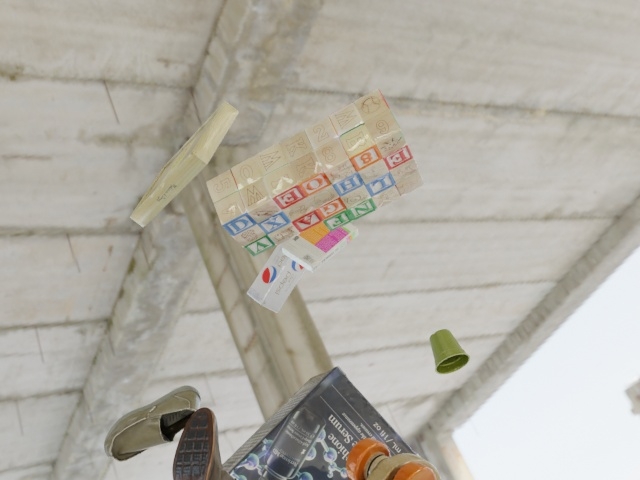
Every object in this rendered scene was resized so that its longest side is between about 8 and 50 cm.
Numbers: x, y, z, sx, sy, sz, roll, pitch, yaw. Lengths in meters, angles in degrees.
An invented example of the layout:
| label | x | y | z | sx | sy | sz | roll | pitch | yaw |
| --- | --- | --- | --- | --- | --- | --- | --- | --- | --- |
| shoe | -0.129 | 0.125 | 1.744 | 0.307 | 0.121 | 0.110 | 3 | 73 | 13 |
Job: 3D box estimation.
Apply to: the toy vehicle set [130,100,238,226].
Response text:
| label | x | y | z | sx | sy | sz | roll | pitch | yaw |
| --- | --- | --- | --- | --- | --- | --- | --- | --- | --- |
| toy vehicle set | -0.270 | -0.147 | 1.579 | 0.035 | 0.166 | 0.267 | 38 | -43 | -16 |

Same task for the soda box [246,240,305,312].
| label | x | y | z | sx | sy | sz | roll | pitch | yaw |
| --- | --- | --- | --- | --- | --- | --- | --- | --- | --- |
| soda box | -0.093 | 0.072 | 2.064 | 0.074 | 0.069 | 0.216 | 33 | -90 | -48 |

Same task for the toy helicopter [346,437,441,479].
| label | x | y | z | sx | sy | sz | roll | pitch | yaw |
| --- | --- | --- | --- | --- | --- | --- | --- | --- | --- |
| toy helicopter | 0.094 | 0.529 | 1.349 | 0.235 | 0.140 | 0.355 | 47 | -110 | -37 |

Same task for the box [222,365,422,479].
| label | x | y | z | sx | sy | sz | roll | pitch | yaw |
| --- | --- | --- | --- | --- | --- | --- | --- | --- | --- |
| box | -0.027 | 0.523 | 1.762 | 0.395 | 0.293 | 0.212 | -42 | -1 | -23 |

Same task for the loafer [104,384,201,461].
| label | x | y | z | sx | sy | sz | roll | pitch | yaw |
| --- | --- | --- | --- | --- | --- | --- | --- | --- | --- |
| loafer | -0.385 | 0.429 | 1.849 | 0.251 | 0.087 | 0.094 | -35 | -61 | -4 |

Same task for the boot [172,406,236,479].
| label | x | y | z | sx | sy | sz | roll | pitch | yaw |
| --- | --- | --- | --- | --- | --- | --- | --- | --- | --- |
| boot | -0.170 | 0.379 | 1.257 | 0.082 | 0.219 | 0.106 | -12 | -27 | 31 |

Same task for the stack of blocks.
| label | x | y | z | sx | sy | sz | roll | pitch | yaw |
| --- | --- | --- | --- | --- | --- | --- | --- | --- | --- |
| stack of blocks | -0.003 | -0.090 | 1.246 | 0.297 | 0.087 | 0.171 | -27 | -29 | 6 |

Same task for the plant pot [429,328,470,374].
| label | x | y | z | sx | sy | sz | roll | pitch | yaw |
| --- | --- | --- | --- | --- | --- | --- | --- | --- | --- |
| plant pot | 0.280 | 0.242 | 1.789 | 0.083 | 0.079 | 0.083 | -13 | -36 | -10 |

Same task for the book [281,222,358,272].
| label | x | y | z | sx | sy | sz | roll | pitch | yaw |
| --- | --- | --- | --- | --- | --- | --- | --- | --- | --- |
| book | 0.000 | 0.000 | 1.748 | 0.144 | 0.096 | 0.035 | -38 | -38 | -26 |
